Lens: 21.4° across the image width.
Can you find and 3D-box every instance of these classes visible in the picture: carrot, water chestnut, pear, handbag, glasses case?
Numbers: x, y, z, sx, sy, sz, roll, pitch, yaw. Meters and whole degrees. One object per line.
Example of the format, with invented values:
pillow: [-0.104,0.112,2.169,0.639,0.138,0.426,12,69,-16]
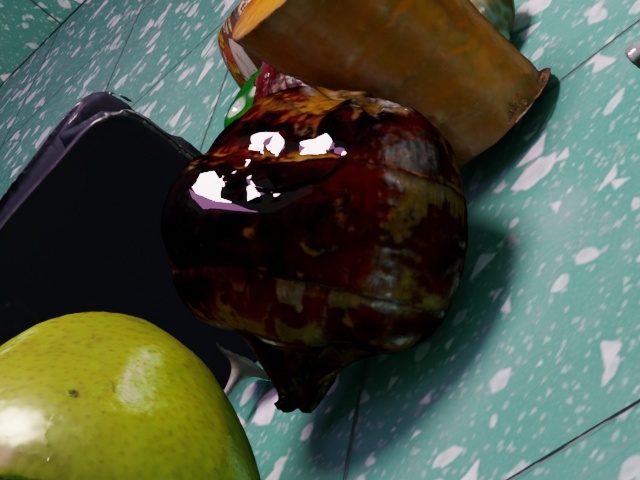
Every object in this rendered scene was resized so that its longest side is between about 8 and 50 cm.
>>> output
carrot: [0.069,-0.184,1.620,0.196,0.254,0.196,-46,12,13]
water chestnut: [0.000,0.000,1.509,0.289,0.244,0.289,-12,41,10]
pear: [-0.195,0.182,1.460,0.342,0.239,0.318,3,33,15]
handbag: [-0.209,0.047,1.768,0.329,0.303,0.122,-50,20,7]
glasses case: [-0.067,-0.239,2.132,0.082,0.122,0.321,-32,1,-11]

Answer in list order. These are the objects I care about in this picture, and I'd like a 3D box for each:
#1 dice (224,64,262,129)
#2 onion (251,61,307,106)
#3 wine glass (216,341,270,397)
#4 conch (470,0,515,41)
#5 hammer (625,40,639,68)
dice: [-0.022,-0.139,1.939,0.120,0.131,0.128,-12,43,57]
onion: [0.033,-0.134,1.814,0.139,0.218,0.195,7,100,37]
wine glass: [-0.140,0.226,1.661,0.262,0.074,0.074,-58,21,-14]
conch: [0.147,-0.224,1.768,0.116,0.106,0.173,128,157,-65]
hammer: [0.311,-0.133,1.358,0.103,0.029,0.246,-44,22,20]
